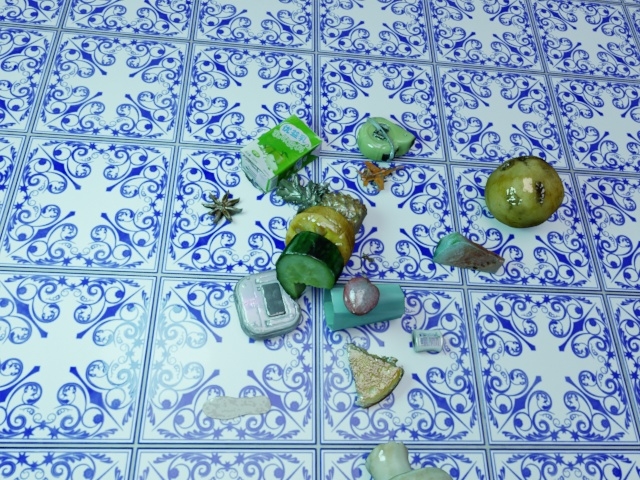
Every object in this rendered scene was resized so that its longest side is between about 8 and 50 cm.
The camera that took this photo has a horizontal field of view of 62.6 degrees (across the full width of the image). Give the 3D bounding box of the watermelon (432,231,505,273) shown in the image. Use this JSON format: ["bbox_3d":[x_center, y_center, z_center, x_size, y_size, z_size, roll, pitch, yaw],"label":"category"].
[{"bbox_3d":[0.516,0.044,1.762,0.241,0.154,0.095,21,62,-12],"label":"watermelon"}]

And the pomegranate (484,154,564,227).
[{"bbox_3d":[0.701,-0.168,1.828,0.260,0.260,0.261,3,63,-6],"label":"pomegranate"}]

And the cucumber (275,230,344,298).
[{"bbox_3d":[-0.034,0.069,1.578,0.191,0.191,0.130,24,40,4],"label":"cucumber"}]

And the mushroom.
[{"bbox_3d":[0.206,0.659,1.332,0.297,0.298,0.290,-15,45,-15],"label":"mushroom"}]

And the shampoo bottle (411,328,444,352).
[{"bbox_3d":[0.338,0.312,1.641,0.099,0.043,0.072,1,64,-8],"label":"shampoo bottle"}]

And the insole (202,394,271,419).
[{"bbox_3d":[-0.238,0.474,1.501,0.193,0.006,0.065,-2,64,-9],"label":"insole"}]

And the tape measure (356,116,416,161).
[{"bbox_3d":[0.223,-0.372,1.928,0.200,0.106,0.175,37,61,13],"label":"tape measure"}]

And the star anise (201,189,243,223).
[{"bbox_3d":[-0.324,-0.109,1.756,0.140,0.042,0.141,2,62,-4],"label":"star anise"}]

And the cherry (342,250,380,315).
[{"bbox_3d":[0.133,0.129,1.545,0.106,0.090,0.226,20,51,11],"label":"cherry"}]

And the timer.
[{"bbox_3d":[-0.164,0.193,1.617,0.190,0.069,0.209,-13,65,-17],"label":"timer"}]

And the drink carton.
[{"bbox_3d":[-0.144,-0.305,1.843,0.271,0.108,0.161,-39,77,-24],"label":"drink carton"}]

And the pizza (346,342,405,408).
[{"bbox_3d":[0.138,0.386,1.573,0.185,0.052,0.195,-37,78,-15],"label":"pizza"}]

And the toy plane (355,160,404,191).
[{"bbox_3d":[0.220,-0.240,1.896,0.188,0.062,0.135,-13,66,-29],"label":"toy plane"}]

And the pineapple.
[{"bbox_3d":[-0.005,-0.116,1.762,0.309,0.141,0.170,28,88,14],"label":"pineapple"}]

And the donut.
[{"bbox_3d":[0.002,-0.001,1.659,0.226,0.227,0.114,32,42,8],"label":"donut"}]

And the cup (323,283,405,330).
[{"bbox_3d":[0.135,0.192,1.625,0.235,0.148,0.134,-6,38,-12],"label":"cup"}]
